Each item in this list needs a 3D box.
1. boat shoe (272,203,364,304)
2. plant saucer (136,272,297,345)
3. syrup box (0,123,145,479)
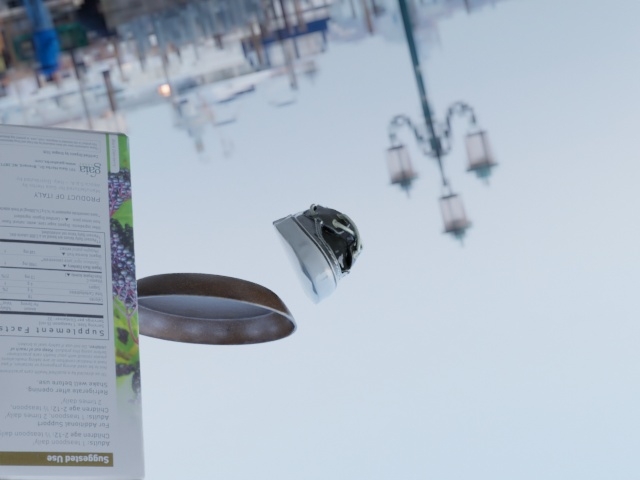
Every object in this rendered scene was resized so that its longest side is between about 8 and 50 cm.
[{"bbox_3d":[0.000,0.000,1.267,0.070,0.078,0.219,-26,-169,-2],"label":"boat shoe"},{"bbox_3d":[-0.103,0.059,1.207,0.168,0.029,0.168,4,162,1],"label":"plant saucer"},{"bbox_3d":[-0.168,0.053,0.850,0.096,0.237,0.093,3,152,-21],"label":"syrup box"}]
